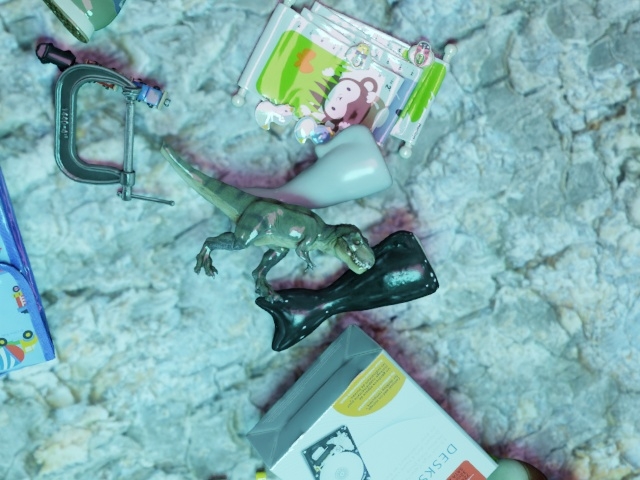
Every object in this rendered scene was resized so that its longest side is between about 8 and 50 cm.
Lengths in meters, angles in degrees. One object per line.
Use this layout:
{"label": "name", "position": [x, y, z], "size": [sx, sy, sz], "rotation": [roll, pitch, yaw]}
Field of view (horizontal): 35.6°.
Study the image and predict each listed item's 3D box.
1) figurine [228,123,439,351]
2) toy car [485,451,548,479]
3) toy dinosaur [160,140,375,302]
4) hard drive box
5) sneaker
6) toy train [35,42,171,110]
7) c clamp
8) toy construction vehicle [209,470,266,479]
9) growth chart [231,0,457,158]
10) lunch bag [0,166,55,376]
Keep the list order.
{"label": "figurine", "position": [0.000, 0.000, 1.152], "size": [0.210, 0.092, 0.214], "rotation": [-24, 97, 3]}
{"label": "toy car", "position": [0.274, 0.348, 1.202], "size": [0.189, 0.155, 0.148], "rotation": [16, 91, -23]}
{"label": "toy dinosaur", "position": [-0.072, -0.003, 1.099], "size": [0.268, 0.064, 0.118], "rotation": [24, 100, 8]}
{"label": "hard drive box", "position": [0.062, 0.241, 1.149], "size": [0.181, 0.089, 0.232], "rotation": [-47, 117, -4]}
{"label": "sneaker", "position": [-0.290, -0.317, 1.099], "size": [0.086, 0.064, 0.192], "rotation": [-42, 100, -13]}
{"label": "toy train", "position": [-0.244, -0.186, 1.125], "size": [0.158, 0.036, 0.027], "rotation": [21, 90, -11]}
{"label": "c clamp", "position": [-0.233, -0.119, 1.121], "size": [0.137, 0.022, 0.160], "rotation": [3, 111, 5]}
{"label": "toy construction vehicle", "position": [-0.097, 0.327, 1.189], "size": [0.086, 0.035, 0.098], "rotation": [-8, 92, 2]}
{"label": "growth chart", "position": [0.027, -0.188, 1.181], "size": [0.237, 0.021, 0.171], "rotation": [18, 91, -10]}
{"label": "lunch bag", "position": [-0.430, 0.043, 1.078], "size": [0.221, 0.138, 0.293], "rotation": [-16, 109, -10]}
